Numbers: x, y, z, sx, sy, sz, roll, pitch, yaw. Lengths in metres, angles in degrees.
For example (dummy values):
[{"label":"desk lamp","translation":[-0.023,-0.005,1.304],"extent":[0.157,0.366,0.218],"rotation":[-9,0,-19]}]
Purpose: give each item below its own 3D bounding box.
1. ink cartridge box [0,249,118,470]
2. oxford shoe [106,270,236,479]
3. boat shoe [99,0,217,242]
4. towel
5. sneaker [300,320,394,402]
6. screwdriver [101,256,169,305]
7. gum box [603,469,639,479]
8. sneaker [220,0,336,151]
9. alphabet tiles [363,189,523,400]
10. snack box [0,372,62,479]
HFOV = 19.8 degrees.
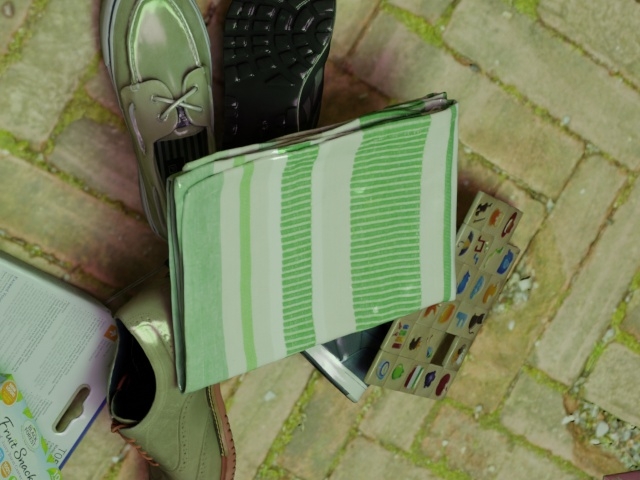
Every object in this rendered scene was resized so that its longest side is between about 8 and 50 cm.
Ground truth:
[{"label":"ink cartridge box","translation":[-0.325,0.134,1.879],"extent":[0.224,0.045,0.223],"rotation":[31,97,-32]},{"label":"oxford shoe","translation":[-0.169,0.180,1.896],"extent":[0.130,0.123,0.348],"rotation":[-24,131,-33]},{"label":"boat shoe","translation":[-0.143,-0.129,1.821],"extent":[0.109,0.094,0.302],"rotation":[-18,118,-16]},{"label":"towel","translation":[0.000,0.000,1.811],"extent":[0.325,0.038,0.248],"rotation":[-18,122,-28]},{"label":"sneaker","translation":[0.015,0.048,1.973],"extent":[0.163,0.086,0.226],"rotation":[-47,120,-2]},{"label":"screwdriver","translation":[-0.172,0.035,1.921],"extent":[0.170,0.024,0.025],"rotation":[-38,93,-4]},{"label":"gum box","translation":[0.432,0.347,2.225],"extent":[0.107,0.188,0.062],"rotation":[-6,113,-21]},{"label":"sneaker","translation":[-0.044,-0.159,1.859],"extent":[0.107,0.124,0.283],"rotation":[13,94,8]},{"label":"alphabet tiles","translation":[0.145,0.062,2.017],"extent":[0.198,0.009,0.237],"rotation":[20,97,-60]},{"label":"snack box","translation":[-0.322,0.217,1.839],"extent":[0.100,0.037,0.141],"rotation":[-54,135,-43]}]
